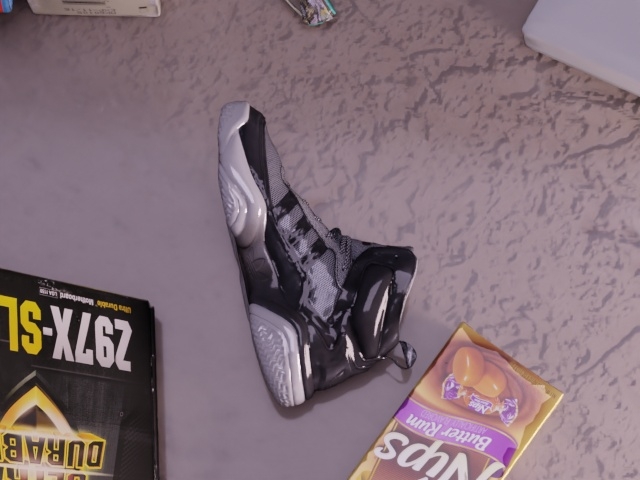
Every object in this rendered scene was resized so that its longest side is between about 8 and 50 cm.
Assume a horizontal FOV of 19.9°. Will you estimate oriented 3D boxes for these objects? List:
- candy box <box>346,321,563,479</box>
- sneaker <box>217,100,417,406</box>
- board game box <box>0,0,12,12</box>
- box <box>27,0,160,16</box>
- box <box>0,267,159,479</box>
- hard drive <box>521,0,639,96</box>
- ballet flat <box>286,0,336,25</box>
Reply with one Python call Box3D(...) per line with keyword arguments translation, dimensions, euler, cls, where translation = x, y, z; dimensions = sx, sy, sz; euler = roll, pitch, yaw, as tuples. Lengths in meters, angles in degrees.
Box3D(translation=(0.110, 0.177, 1.560), dimensions=(0.109, 0.053, 0.187), euler=(35, 81, 7), cls="candy box")
Box3D(translation=(0.000, 0.000, 1.579), dimensions=(0.153, 0.101, 0.269), euler=(-12, 83, -3), cls="sneaker")
Box3D(translation=(-0.416, -0.355, 1.614), dimensions=(0.301, 0.086, 0.308), euler=(1, 64, -3), cls="board game box")
Box3D(translation=(-0.202, -0.370, 1.639), dimensions=(0.121, 0.148, 0.311), euler=(1, 76, 1), cls="box")
Box3D(translation=(-0.251, 0.156, 1.437), dimensions=(0.079, 0.322, 0.257), euler=(-13, 73, 31), cls="box")
Box3D(translation=(0.387, -0.203, 1.602), dimensions=(0.353, 0.047, 0.233), euler=(27, 78, 22), cls="hard drive")
Box3D(translation=(-0.025, -0.246, 1.665), dimensions=(0.041, 0.041, 0.114), euler=(-23, 77, -5), cls="ballet flat")
